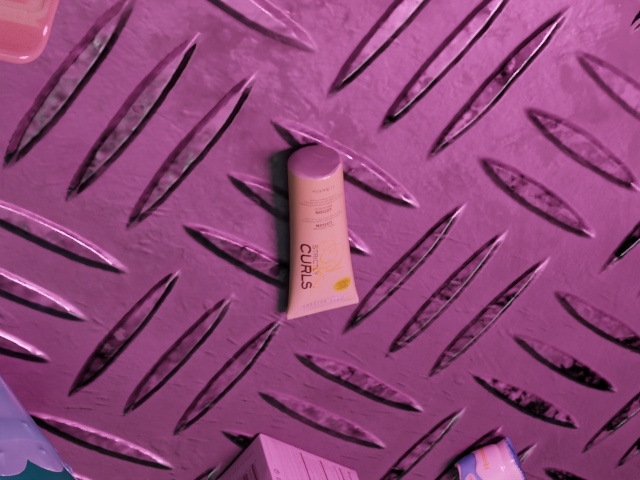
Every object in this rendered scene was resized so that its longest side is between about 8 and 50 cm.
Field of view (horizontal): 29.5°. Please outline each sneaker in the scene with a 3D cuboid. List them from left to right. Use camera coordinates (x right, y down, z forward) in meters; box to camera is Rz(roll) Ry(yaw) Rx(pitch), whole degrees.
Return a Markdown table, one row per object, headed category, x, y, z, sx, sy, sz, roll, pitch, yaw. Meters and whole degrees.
| category | x | y | z | sx | sy | sz | roll | pitch | yaw |
| --- | --- | --- | --- | --- | --- | --- | --- | --- | --- |
| sneaker | 0.266 | 0.384 | 1.793 | 0.092 | 0.087 | 0.229 | -20 | 124 | 6 |

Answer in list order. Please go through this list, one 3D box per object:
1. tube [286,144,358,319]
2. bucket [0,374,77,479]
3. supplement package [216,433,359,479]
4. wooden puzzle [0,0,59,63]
| category | x | y | z | sx | sy | sz | roll | pitch | yaw |
| --- | --- | --- | --- | --- | --- | --- | --- | --- | --- |
| tube | 0.000 | 0.000 | 1.417 | 0.070 | 0.062 | 0.240 | 17 | 136 | 19 |
| bucket | -0.428 | 0.271 | 1.348 | 0.281 | 0.183 | 0.281 | -27 | 149 | -18 |
| supplement package | -0.034 | 0.355 | 1.646 | 0.179 | 0.105 | 0.105 | 28 | 113 | -33 |
| wooden puzzle | -0.350 | -0.347 | 1.020 | 0.322 | 0.080 | 0.348 | 10 | 118 | -25 |
